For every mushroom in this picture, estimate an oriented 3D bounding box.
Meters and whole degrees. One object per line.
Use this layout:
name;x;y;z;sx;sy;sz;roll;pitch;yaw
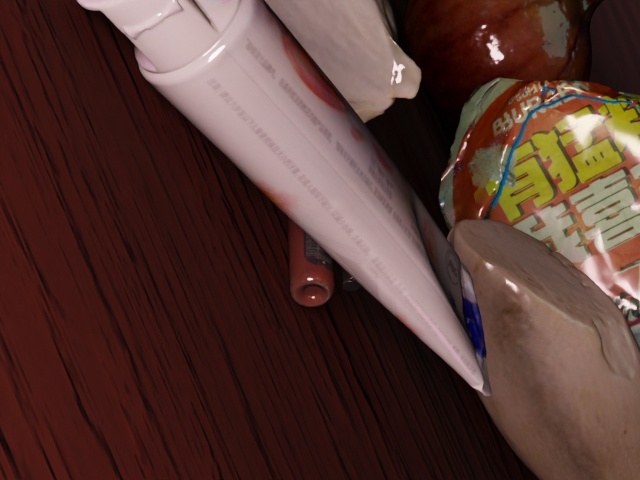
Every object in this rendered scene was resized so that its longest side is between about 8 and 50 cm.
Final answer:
mushroom;-0.064;-0.203;0.757;0.351;0.097;0.109;55;17;-30
mushroom;0.190;0.130;1.097;0.128;0.128;0.350;-75;143;-69

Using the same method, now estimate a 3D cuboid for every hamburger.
hamburger;0.236;-0.008;1.268;0.150;0.261;0.276;-1;90;-82

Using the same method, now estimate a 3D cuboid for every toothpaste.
toothpaste;0.004;-0.035;0.720;0.323;0.066;0.100;45;27;-39

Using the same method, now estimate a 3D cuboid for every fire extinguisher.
fire extinguisher;0.004;-0.004;0.774;0.100;0.046;0.032;-92;-165;-46

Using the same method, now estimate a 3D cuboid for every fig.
fig;0.197;-0.202;1.527;0.235;0.214;0.235;164;-90;-80
